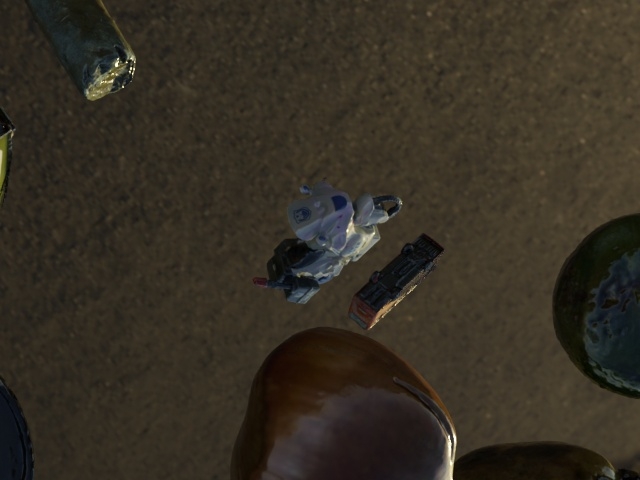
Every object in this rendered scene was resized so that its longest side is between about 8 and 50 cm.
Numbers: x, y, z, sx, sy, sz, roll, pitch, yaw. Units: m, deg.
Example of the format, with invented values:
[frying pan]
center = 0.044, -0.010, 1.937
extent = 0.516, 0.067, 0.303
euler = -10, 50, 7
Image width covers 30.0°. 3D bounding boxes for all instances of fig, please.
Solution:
[fig]
center = 0.347, 0.078, 1.311
extent = 0.203, 0.203, 0.235
euler = -42, 170, -4

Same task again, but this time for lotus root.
[lotus root]
center = 0.245, 0.323, 1.417
extent = 0.141, 0.314, 0.169
euler = -53, 135, -59

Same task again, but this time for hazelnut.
[hazelnut]
center = 0.014, 0.140, 0.805
extent = 0.150, 0.150, 0.150
euler = -26, 140, -24

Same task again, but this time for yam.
[yam]
center = -0.322, -0.294, 1.542
extent = 0.093, 0.259, 0.093
euler = -27, 155, -14

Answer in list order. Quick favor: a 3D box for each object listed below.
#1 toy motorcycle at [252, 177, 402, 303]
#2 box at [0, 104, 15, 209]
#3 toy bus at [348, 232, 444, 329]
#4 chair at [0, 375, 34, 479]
[toy motorcycle]
center = 0.000, 0.000, 1.573
extent = 0.150, 0.102, 0.221
euler = 3, 146, -36
[box]
center = -0.628, -0.017, 1.618
extent = 0.420, 0.138, 0.373
euler = -38, 173, -28
[toy bus]
center = 0.070, 0.038, 1.098
extent = 0.110, 0.031, 0.043
euler = -39, 159, -37
[chair]
center = -0.436, 0.190, 1.022
extent = 0.226, 0.401, 0.227
euler = 4, 84, -40
